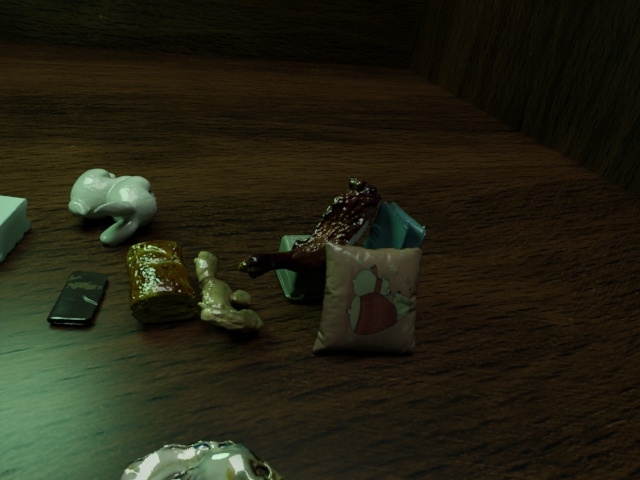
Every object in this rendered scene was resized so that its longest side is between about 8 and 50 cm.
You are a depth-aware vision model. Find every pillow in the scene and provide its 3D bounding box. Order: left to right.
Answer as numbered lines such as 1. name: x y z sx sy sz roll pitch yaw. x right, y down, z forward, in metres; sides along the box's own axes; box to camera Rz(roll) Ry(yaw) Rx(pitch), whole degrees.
1. pillow: 0.100 0.120 1.019 0.223 0.236 0.084 7 -1 -17

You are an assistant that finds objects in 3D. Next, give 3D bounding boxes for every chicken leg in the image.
1. chicken leg: 0.000 0.000 1.036 0.095 0.158 0.406 27 42 33

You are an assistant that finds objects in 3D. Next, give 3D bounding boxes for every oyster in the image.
1. oyster: -0.174 0.358 0.664 0.222 0.084 0.214 14 28 14

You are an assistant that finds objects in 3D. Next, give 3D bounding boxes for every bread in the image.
1. bread: -0.328 0.081 1.026 0.131 0.103 0.172 -4 40 -23

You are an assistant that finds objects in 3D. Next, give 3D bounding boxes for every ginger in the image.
1. ginger: -0.199 0.112 1.036 0.149 0.065 0.259 35 10 -34

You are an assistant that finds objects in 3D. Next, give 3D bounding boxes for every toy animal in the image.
1. toy animal: -0.507 -0.089 1.214 0.193 0.128 0.178 27 37 20

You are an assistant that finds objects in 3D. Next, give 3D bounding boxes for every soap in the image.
1. soap: -0.800 -0.040 1.076 0.265 0.088 0.160 7 32 -7

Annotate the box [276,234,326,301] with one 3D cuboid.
1. box: -0.035 0.057 1.170 0.123 0.093 0.172 -2 34 -20

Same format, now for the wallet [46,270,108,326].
1. wallet: -0.483 0.114 1.004 0.082 0.018 0.157 6 31 -9

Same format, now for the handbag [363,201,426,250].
1. handbag: 0.145 0.034 1.144 0.057 0.221 0.144 3 31 -30
